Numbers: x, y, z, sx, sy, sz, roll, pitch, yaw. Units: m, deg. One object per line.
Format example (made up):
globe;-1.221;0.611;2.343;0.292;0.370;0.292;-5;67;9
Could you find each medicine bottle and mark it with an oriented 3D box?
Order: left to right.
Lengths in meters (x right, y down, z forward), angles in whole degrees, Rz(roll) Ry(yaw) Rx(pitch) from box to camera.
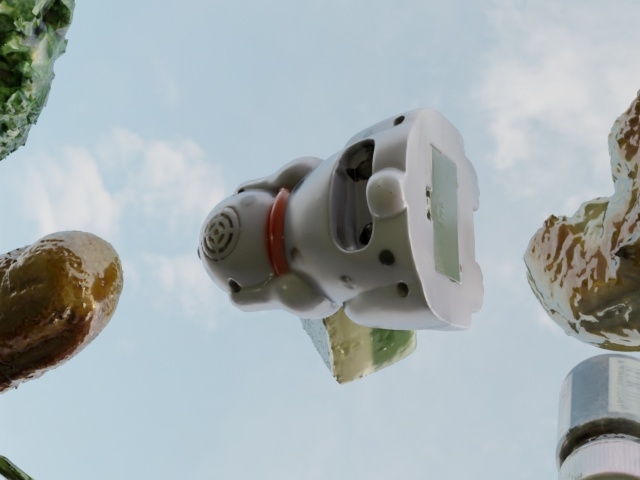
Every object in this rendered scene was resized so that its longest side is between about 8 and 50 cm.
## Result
medicine bottle;0.407;0.290;1.152;0.165;0.273;0.165;8;-62;15

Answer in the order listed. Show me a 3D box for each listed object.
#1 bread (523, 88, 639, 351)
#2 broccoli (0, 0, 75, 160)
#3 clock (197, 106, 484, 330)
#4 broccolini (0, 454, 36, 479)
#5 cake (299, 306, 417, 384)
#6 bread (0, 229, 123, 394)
bread;0.339;-0.012;0.785;0.171;0.192;0.314;11;-58;-20
broccoli;-0.296;-0.141;0.508;0.270;0.270;0.270;7;-66;15
clock;0.004;0.000;0.741;0.254;0.189;0.189;-12;-86;34
broccolini;-0.266;0.155;0.623;0.140;0.030;0.035;31;-92;15
cake;0.041;0.127;1.428;0.283;0.158;0.172;-175;-112;-72
bread;-0.328;0.088;0.764;0.344;0.124;0.084;-24;-47;19
